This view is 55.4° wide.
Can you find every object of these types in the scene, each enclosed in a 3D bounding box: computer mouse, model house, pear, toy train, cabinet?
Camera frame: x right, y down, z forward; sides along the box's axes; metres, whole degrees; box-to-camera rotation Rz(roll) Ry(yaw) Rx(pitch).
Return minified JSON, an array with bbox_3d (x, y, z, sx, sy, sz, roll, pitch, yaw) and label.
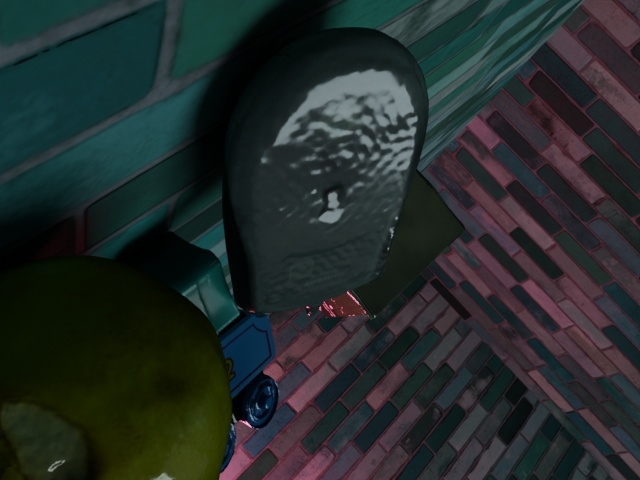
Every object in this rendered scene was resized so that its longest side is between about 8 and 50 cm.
[{"bbox_3d":[-0.009,-0.053,0.604,0.188,0.122,0.371,-13,140,-17],"label":"computer mouse"},{"bbox_3d":[-0.169,0.068,0.685,0.100,0.127,0.149,-40,177,-33],"label":"model house"},{"bbox_3d":[-0.189,0.144,0.459,0.269,0.269,0.321,-43,-177,5],"label":"pear"},{"bbox_3d":[-0.217,0.268,1.161,0.188,0.265,0.300,6,-153,32],"label":"toy train"},{"bbox_3d":[0.085,0.000,1.352,0.290,0.227,0.318,-42,-175,-19],"label":"cabinet"}]
